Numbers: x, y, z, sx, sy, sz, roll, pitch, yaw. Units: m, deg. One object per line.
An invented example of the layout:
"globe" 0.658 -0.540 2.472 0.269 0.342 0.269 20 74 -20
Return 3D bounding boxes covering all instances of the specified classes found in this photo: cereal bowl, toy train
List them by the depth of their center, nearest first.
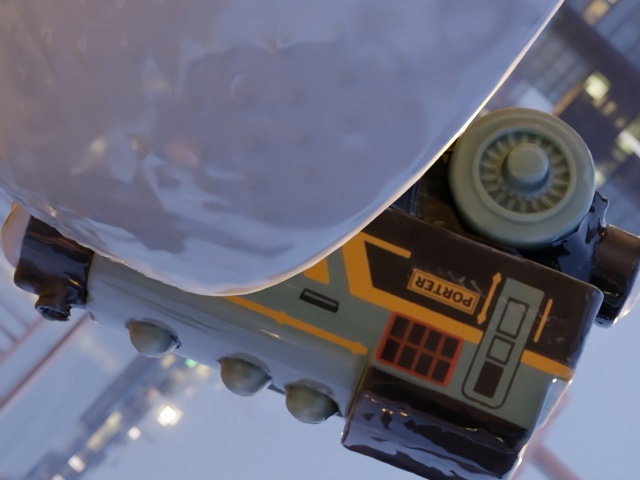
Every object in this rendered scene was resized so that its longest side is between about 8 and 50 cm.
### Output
"cereal bowl" -0.025 -0.162 0.557 0.339 0.141 0.339 -47 -152 34
"toy train" 0.000 0.000 1.028 0.142 0.334 0.190 105 7 -68
